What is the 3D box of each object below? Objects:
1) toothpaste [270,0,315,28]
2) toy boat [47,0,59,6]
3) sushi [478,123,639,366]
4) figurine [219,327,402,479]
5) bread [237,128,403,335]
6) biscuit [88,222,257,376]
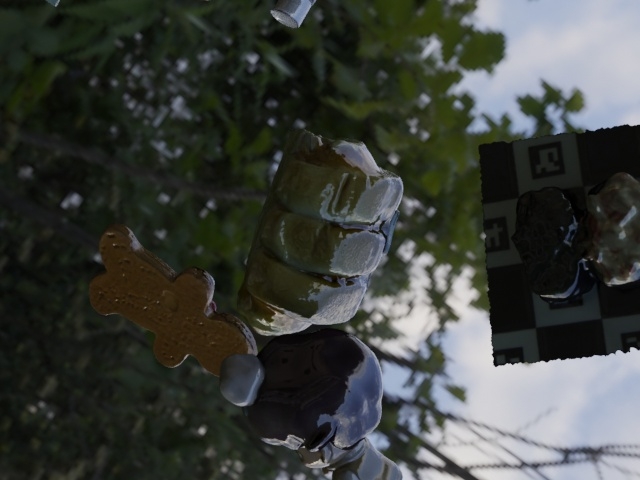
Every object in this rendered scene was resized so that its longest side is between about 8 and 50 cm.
[{"bbox_3d":[-0.005,-0.380,1.909,0.071,0.045,0.193,25,-104,24],"label":"toothpaste"},{"bbox_3d":[-0.426,-0.413,1.740,0.092,0.299,0.134,-52,-177,40],"label":"toy boat"},{"bbox_3d":[0.369,-0.008,1.720,0.373,0.100,0.296,-7,-99,21],"label":"sushi"},{"bbox_3d":[0.011,0.290,2.071,0.206,0.365,0.218,3,-147,32],"label":"figurine"},{"bbox_3d":[0.000,0.000,2.200,0.300,0.210,0.341,-161,-89,-87],"label":"bread"},{"bbox_3d":[-0.250,0.120,2.426,0.047,0.340,0.216,-44,158,-51],"label":"biscuit"}]
